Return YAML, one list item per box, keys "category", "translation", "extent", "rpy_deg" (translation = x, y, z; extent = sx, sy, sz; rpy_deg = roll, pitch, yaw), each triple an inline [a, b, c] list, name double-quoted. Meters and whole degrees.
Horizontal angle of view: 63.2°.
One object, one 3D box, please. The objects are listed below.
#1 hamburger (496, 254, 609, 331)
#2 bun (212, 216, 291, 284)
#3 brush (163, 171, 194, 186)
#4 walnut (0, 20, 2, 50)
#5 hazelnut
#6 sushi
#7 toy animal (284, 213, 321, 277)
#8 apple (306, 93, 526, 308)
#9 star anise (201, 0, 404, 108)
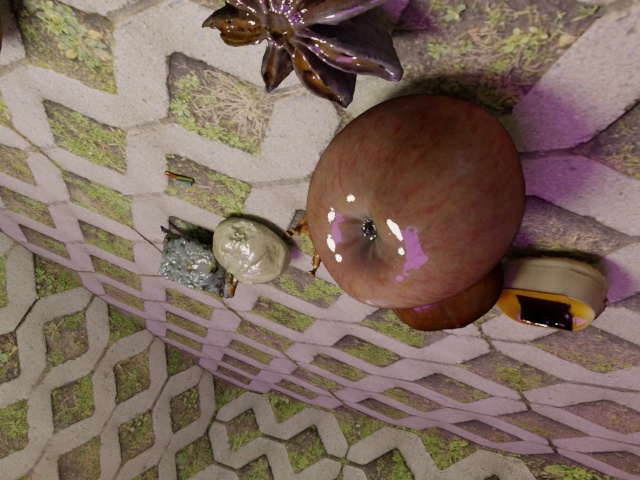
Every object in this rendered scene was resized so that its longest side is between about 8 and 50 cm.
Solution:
- category: "hamburger"
  translation: [0.445, 0.098, 1.018]
  extent: [0.210, 0.116, 0.173]
  rpy_deg: [3, 138, 42]
- category: "bun"
  translation: [-0.194, 0.037, 1.363]
  extent: [0.221, 0.134, 0.220]
  rpy_deg: [20, 156, 9]
- category: "brush"
  translation: [-0.352, -0.151, 1.280]
  extent: [0.083, 0.021, 0.018]
  rpy_deg: [18, 154, 12]
- category: "walnut"
  translation: [-0.741, -0.386, 0.864]
  extent: [0.398, 0.307, 0.354]
  rpy_deg: [29, 153, -6]
- category: "hazelnut"
  translation: [0.241, 0.073, 1.016]
  extent: [0.230, 0.229, 0.229]
  rpy_deg: [18, 151, 10]
- category: "sushi"
  translation: [-0.358, 0.069, 1.503]
  extent: [0.274, 0.139, 0.184]
  rpy_deg: [20, 175, 15]
- category: "toy animal"
  translation: [-0.006, -0.006, 1.210]
  extent: [0.114, 0.116, 0.255]
  rpy_deg: [46, 158, 8]
- category: "apple"
  translation: [0.130, -0.046, 0.794]
  extent: [0.345, 0.269, 0.344]
  rpy_deg: [20, 138, 19]
- category: "star anise"
  translation: [-0.028, -0.306, 0.673]
  extent: [0.332, 0.117, 0.331]
  rpy_deg: [26, 157, 12]
